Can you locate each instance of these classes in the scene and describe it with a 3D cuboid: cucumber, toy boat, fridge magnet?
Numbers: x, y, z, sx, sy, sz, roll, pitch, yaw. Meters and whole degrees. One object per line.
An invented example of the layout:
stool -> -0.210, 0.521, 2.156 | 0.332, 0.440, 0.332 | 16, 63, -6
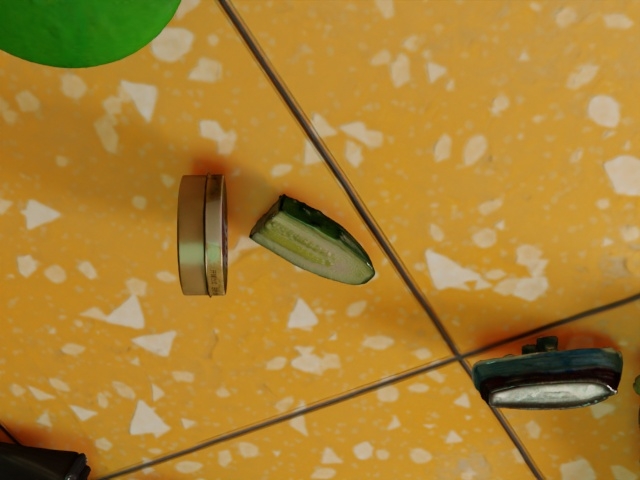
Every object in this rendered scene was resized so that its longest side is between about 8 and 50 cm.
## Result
cucumber -> 0.000, 0.000, 0.873 | 0.107, 0.035, 0.067 | 30, 143, -13
toy boat -> 0.205, 0.117, 0.903 | 0.137, 0.061, 0.060 | -5, 133, 4
fridge magnet -> -0.192, -0.221, 0.716 | 0.208, 0.088, 0.208 | 5, 127, 7

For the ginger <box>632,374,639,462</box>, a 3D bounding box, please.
ginger -> 0.365, 0.203, 0.926 | 0.137, 0.089, 0.290 | -3, 122, 34

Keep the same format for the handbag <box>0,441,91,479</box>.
handbag -> -0.370, 0.303, 1.133 | 0.247, 0.080, 0.223 | 9, 119, 7

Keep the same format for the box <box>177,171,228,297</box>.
box -> -0.098, -0.005, 0.842 | 0.037, 0.105, 0.105 | 0, 126, -3
